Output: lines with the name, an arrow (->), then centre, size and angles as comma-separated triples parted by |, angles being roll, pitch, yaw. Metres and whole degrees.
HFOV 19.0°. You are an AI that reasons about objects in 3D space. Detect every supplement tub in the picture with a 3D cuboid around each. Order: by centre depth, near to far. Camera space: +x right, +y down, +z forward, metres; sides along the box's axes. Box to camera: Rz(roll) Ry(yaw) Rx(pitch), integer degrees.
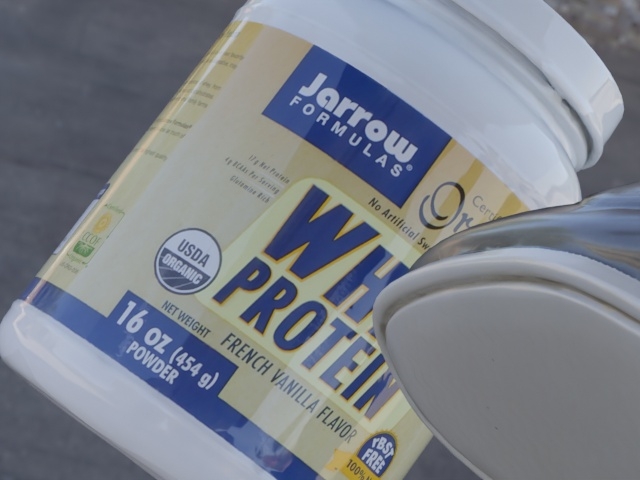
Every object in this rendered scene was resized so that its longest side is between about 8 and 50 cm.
supplement tub -> 0.000, 0.000, 1.055 | 0.228, 0.316, 0.228 | 35, -9, 6

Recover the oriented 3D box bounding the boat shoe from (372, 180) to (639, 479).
boat shoe -> 0.145, 0.028, 0.485 | 0.095, 0.112, 0.335 | -35, 18, -29
